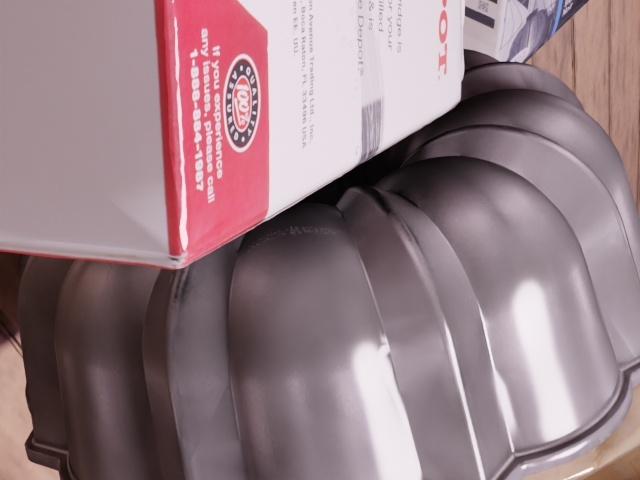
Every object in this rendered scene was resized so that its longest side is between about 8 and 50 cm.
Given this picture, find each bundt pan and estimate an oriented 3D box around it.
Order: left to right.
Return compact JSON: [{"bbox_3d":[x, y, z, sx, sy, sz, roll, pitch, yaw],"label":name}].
[{"bbox_3d":[0.000,0.000,0.766,0.331,0.331,0.124,-39,127,-41],"label":"bundt pan"}]

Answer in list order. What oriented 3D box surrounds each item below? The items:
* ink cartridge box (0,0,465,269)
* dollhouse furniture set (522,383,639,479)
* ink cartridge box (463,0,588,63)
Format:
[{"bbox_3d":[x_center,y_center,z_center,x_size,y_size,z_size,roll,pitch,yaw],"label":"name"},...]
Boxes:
[{"bbox_3d":[-0.039,-0.122,0.597,0.273,0.114,0.197,-32,124,-61],"label":"ink cartridge box"},{"bbox_3d":[0.125,0.222,1.214,0.394,0.362,0.256,-30,152,-1],"label":"dollhouse furniture set"},{"bbox_3d":[0.152,-0.272,1.052,0.165,0.065,0.332,-44,150,-34],"label":"ink cartridge box"}]
